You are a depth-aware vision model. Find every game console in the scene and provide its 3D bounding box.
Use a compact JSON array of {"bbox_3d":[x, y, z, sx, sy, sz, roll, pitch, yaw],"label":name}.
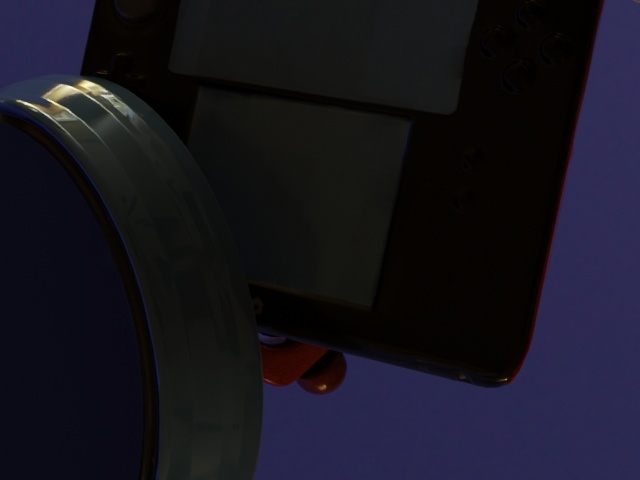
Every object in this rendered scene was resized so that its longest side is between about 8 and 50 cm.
[{"bbox_3d":[-0.006,-0.103,0.925,0.060,0.387,0.342,22,-99,-63],"label":"game console"}]

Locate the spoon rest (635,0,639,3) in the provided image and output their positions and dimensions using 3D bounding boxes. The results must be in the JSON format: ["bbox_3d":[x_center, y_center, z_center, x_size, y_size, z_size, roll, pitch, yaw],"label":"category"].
[{"bbox_3d":[0.099,-0.199,0.665,0.137,0.084,0.276,-45,-111,-5],"label":"spoon rest"}]

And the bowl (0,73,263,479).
[{"bbox_3d":[-0.197,0.076,0.966,0.077,0.391,0.391,-11,-107,-43],"label":"bowl"}]

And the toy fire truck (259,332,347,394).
[{"bbox_3d":[0.000,0.000,1.151,0.302,0.169,0.254,-43,-59,-21],"label":"toy fire truck"}]
